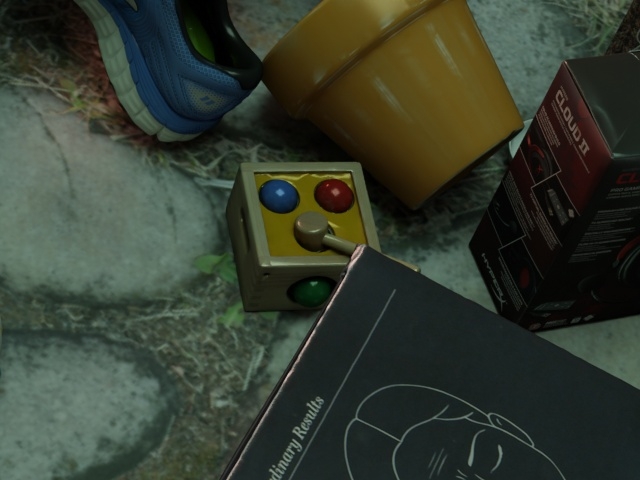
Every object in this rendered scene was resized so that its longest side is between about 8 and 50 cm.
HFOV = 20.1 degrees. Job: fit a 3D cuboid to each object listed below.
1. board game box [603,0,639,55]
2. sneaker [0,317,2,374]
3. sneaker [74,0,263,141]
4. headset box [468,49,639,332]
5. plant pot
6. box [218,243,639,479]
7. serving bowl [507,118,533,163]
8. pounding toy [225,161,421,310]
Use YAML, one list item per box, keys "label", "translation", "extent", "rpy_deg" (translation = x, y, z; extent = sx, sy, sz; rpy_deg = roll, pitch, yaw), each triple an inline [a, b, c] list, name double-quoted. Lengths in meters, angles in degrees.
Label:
- label: "board game box"
  translation: [0.391, -0.245, 1.727]
  extent: [0.141, 0.291, 0.232]
  rpy_deg: [30, 53, 7]
- label: "sneaker"
  translation: [-0.365, 0.066, 1.416]
  extent: [0.228, 0.087, 0.092]
  rpy_deg: [10, 46, -18]
- label: "sneaker"
  translation: [-0.153, -0.254, 1.581]
  extent: [0.330, 0.147, 0.130]
  rpy_deg: [58, 37, -13]
- label: "headset box"
  translation: [0.281, -0.054, 1.553]
  extent: [0.218, 0.293, 0.110]
  rpy_deg: [-8, 57, -22]
- label: "plant pot"
  translation: [0.079, -0.139, 1.633]
  extent: [0.205, 0.205, 0.188]
  rpy_deg: [-35, 86, -33]
- label: "box"
  translation: [0.119, 0.244, 1.340]
  extent: [0.395, 0.212, 0.293]
  rpy_deg: [29, 53, 4]
- label: "serving bowl"
  translation: [0.216, -0.076, 1.718]
  extent: [0.083, 0.027, 0.083]
  rpy_deg: [8, 53, -10]
- label: "pounding toy"
  translation: [0.000, 0.000, 1.553]
  extent: [0.130, 0.100, 0.141]
  rpy_deg: [-1, 55, -17]
